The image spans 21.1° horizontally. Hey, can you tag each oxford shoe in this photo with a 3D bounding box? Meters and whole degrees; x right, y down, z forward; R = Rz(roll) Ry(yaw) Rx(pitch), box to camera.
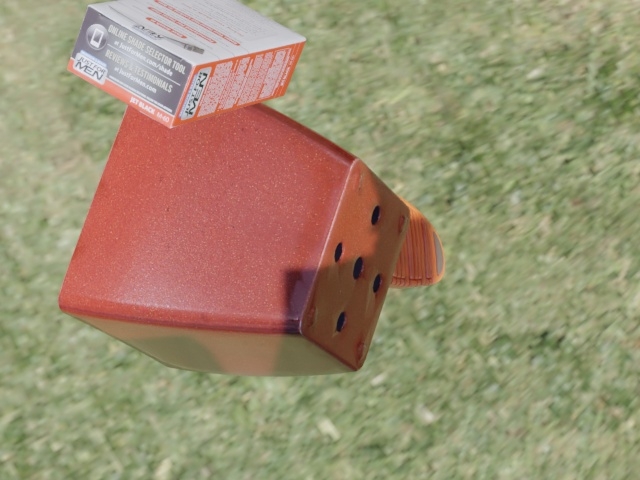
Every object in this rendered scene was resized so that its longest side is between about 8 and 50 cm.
[{"bbox_3d":[0.000,0.000,2.149,0.132,0.363,0.130,-25,60,46],"label":"oxford shoe"}]

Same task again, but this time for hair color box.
[{"bbox_3d":[-0.092,-0.133,1.220,0.093,0.167,0.053,30,112,18],"label":"hair color box"}]

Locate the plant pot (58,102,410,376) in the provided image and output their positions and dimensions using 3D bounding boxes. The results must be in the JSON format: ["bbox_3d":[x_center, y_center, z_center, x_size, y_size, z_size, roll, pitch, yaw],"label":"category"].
[{"bbox_3d":[-0.063,0.002,1.727,0.235,0.267,0.267,13,78,26],"label":"plant pot"}]
